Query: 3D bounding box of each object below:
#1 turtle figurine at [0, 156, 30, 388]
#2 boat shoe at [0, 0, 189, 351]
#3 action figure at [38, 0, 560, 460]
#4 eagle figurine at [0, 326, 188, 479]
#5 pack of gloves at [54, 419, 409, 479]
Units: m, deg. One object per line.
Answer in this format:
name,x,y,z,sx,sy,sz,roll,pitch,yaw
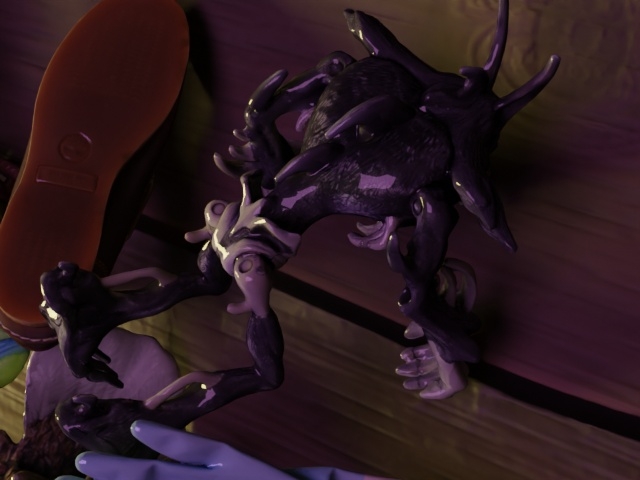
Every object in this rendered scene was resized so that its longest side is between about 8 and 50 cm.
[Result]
turtle figurine,-0.295,-0.014,0.913,0.275,0.198,0.266,-27,73,34
boat shoe,-0.127,-0.039,0.821,0.073,0.073,0.207,21,70,4
action figure,0.000,0.000,0.716,0.276,0.141,0.164,-35,61,8
eagle figurine,-0.202,0.193,0.833,0.298,0.225,0.226,-26,77,38
pack of gloves,-0.029,0.187,0.707,0.046,0.232,0.195,-102,30,-60
